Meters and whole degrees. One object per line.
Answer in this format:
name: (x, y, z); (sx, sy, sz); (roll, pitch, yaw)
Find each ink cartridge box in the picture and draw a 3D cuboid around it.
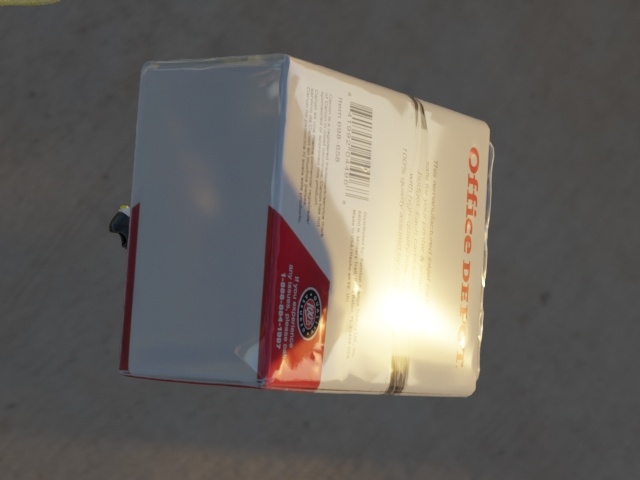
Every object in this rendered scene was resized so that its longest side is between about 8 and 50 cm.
ink cartridge box: (0.000, 0.000, 1.178); (0.273, 0.114, 0.197); (11, 82, -57)

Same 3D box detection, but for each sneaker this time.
sneaker: (-0.188, 0.002, 1.877); (0.083, 0.031, 0.035); (47, 73, -12)

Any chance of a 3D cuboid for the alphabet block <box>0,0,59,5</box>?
alphabet block: (-0.151, -0.182, 0.405); (0.192, 0.197, 0.193); (-2, 35, -20)
